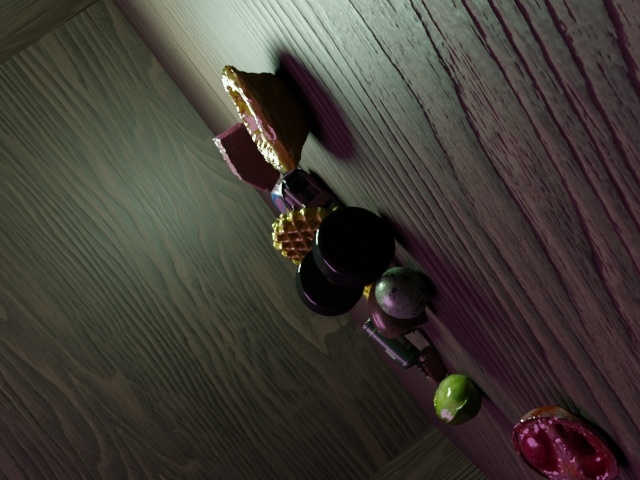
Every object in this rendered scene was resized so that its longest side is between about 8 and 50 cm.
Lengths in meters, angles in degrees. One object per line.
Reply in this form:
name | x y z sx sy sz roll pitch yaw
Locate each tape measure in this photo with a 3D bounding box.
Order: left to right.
tape measure | -0.040 -0.118 1.678 0.245 0.149 0.231 44 169 8

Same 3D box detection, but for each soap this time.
soap | -0.264 -0.313 1.972 0.289 0.182 0.112 62 167 -27

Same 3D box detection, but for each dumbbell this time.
dumbbell | 0.056 0.065 1.370 0.203 0.204 0.322 51 154 12

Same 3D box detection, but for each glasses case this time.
glasses case | 0.417 0.469 1.916 0.049 0.073 0.194 31 158 52

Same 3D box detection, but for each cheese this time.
cheese | 0.217 0.177 1.458 0.091 0.176 0.202 -25 76 59

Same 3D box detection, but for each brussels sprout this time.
brussels sprout | 0.456 0.517 1.672 0.131 0.145 0.183 28 -145 3

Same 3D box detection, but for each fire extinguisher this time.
fire extinguisher | 0.285 0.385 1.838 0.294 0.093 0.118 42 -172 8

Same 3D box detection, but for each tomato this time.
tomato | 0.496 0.401 1.029 0.189 0.099 0.173 -11 107 38

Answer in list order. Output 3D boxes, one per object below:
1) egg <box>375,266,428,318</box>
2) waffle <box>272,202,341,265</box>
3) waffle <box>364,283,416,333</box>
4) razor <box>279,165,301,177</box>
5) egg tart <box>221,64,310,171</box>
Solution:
egg | 0.218 0.142 1.340 0.132 0.132 0.172 46 -178 43
waffle | -0.006 0.005 1.570 0.329 0.330 0.062 59 -147 -45
waffle | 0.203 0.178 1.785 0.382 0.095 0.379 47 172 19
razor | -0.124 -0.297 1.658 0.106 0.068 0.232 49 168 17
egg tart | -0.123 -0.315 1.271 0.318 0.128 0.319 53 173 9
